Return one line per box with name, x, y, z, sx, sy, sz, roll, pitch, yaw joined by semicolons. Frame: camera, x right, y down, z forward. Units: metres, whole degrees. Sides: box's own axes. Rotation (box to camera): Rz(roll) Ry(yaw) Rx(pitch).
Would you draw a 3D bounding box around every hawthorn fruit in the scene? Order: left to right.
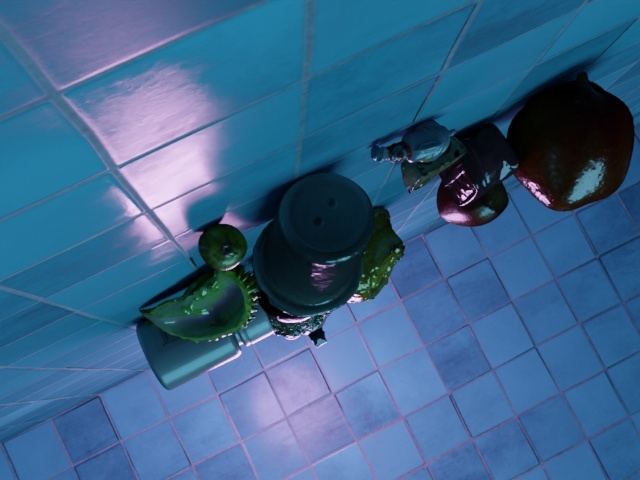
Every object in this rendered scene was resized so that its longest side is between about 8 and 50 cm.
hawthorn fruit;0.581;-0.219;1.833;0.295;0.295;0.311;-24;172;-23

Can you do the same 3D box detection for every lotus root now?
lotus root;0.230;-0.169;1.773;0.143;0.070;0.144;-29;171;-33

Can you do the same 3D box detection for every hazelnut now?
hazelnut;0.429;-0.129;2.312;0.208;0.208;0.208;-26;173;-4

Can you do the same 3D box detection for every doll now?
doll;0.179;-0.181;1.518;0.180;0.079;0.094;-17;-162;-20

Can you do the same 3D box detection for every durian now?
durian;-0.273;0.153;1.932;0.169;0.157;0.355;7;150;-46

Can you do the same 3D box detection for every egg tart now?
egg tart;0.138;0.067;2.340;0.345;0.132;0.345;-49;160;-26

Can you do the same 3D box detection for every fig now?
fig;-0.191;0.021;1.528;0.093;0.093;0.166;-25;173;-18

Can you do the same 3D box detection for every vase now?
vase;0.000;0.000;1.574;0.245;0.245;0.291;-24;167;-18

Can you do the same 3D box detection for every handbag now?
handbag;0.361;-0.176;1.883;0.135;0.146;0.225;-29;175;-7

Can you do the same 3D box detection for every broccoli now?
broccoli;-0.094;0.158;2.426;0.270;0.270;0.270;-26;-154;-5

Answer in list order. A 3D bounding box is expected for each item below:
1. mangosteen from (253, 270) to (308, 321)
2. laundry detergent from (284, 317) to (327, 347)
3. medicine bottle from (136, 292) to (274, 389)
mangosteen;-0.086;0.103;2.141;0.211;0.211;0.250;-25;-157;-11
laundry detergent;-0.074;0.226;2.618;0.215;0.280;0.105;-20;171;-42
medicine bottle;-0.316;0.251;2.220;0.340;0.208;0.208;-26;173;-7
